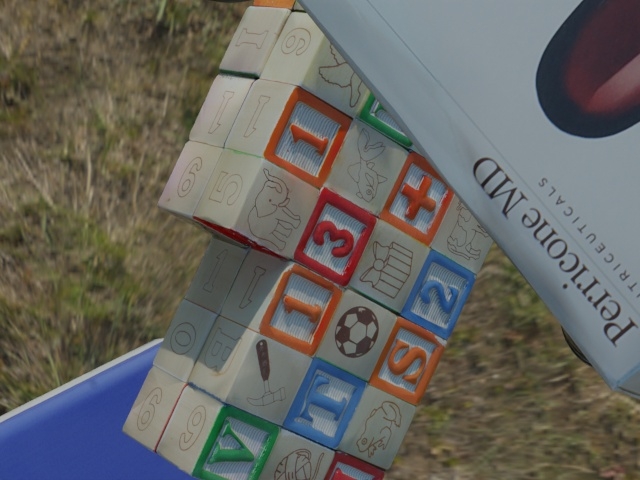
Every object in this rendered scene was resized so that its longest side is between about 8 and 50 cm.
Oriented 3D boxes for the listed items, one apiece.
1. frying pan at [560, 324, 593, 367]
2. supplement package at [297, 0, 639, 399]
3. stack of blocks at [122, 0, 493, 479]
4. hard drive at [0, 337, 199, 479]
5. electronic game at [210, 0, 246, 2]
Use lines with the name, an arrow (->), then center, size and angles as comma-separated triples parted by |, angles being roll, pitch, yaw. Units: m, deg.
frying pan -> 0.351, -0.015, 1.503 | 0.053, 0.197, 0.326 | 28, 100, -34
supplement package -> 0.121, -0.087, 0.427 | 0.203, 0.149, 0.194 | -44, 64, 14
stack of blocks -> 0.000, 0.000, 0.850 | 0.171, 0.087, 0.297 | 28, 85, -35
hard drive -> -0.225, 0.245, 1.436 | 0.318, 0.040, 0.210 | -26, 103, -51
electronic game -> -0.068, -0.292, 1.095 | 0.229, 0.048, 0.229 | -10, 104, -45
